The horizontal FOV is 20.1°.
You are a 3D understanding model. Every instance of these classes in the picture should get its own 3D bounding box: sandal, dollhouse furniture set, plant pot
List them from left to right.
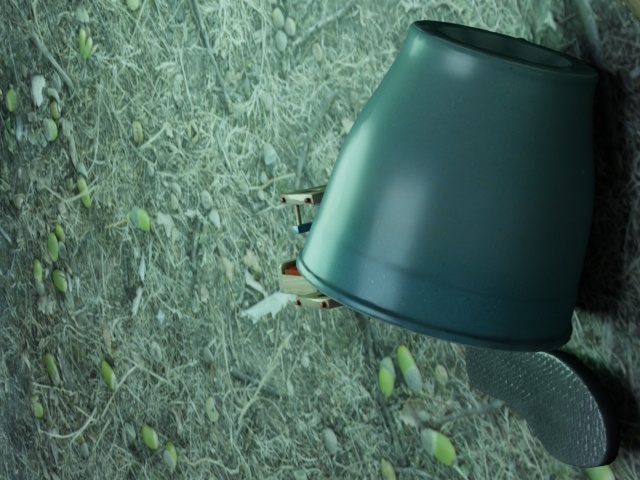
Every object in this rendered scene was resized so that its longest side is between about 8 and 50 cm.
[{"bbox_3d":[0.000,0.000,2.038,0.183,0.129,0.129,2,102,58],"label":"dollhouse furniture set"},{"bbox_3d":[0.138,-0.064,1.692,0.271,0.271,0.255,32,113,49],"label":"plant pot"},{"bbox_3d":[0.231,0.144,1.810,0.254,0.054,0.097,-139,53,-57],"label":"sandal"}]

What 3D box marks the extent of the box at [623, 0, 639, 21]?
[{"bbox_3d":[0.254,-0.279,1.356,0.148,0.311,0.121,-37,62,10],"label":"box"}]
